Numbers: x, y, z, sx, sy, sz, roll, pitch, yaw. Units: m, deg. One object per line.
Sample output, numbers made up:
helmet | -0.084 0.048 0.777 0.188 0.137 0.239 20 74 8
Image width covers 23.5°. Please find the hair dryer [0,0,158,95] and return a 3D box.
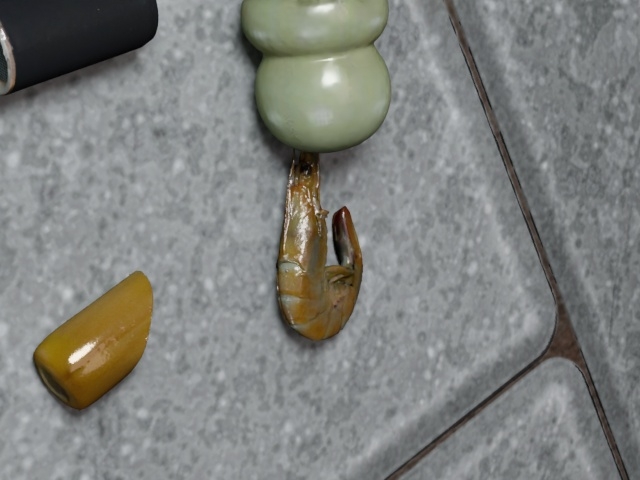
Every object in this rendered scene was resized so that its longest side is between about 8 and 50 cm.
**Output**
hair dryer | -0.204 -0.239 1.064 0.128 0.070 0.255 -22 102 -32

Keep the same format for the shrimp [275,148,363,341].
shrimp | 0.006 0.000 1.240 0.095 0.045 0.163 2 90 -34

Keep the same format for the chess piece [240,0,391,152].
chess piece | -0.005 -0.190 1.162 0.144 0.144 0.251 -16 108 -32

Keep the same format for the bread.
bread | -0.157 0.077 1.132 0.103 0.049 0.062 -38 115 -24
